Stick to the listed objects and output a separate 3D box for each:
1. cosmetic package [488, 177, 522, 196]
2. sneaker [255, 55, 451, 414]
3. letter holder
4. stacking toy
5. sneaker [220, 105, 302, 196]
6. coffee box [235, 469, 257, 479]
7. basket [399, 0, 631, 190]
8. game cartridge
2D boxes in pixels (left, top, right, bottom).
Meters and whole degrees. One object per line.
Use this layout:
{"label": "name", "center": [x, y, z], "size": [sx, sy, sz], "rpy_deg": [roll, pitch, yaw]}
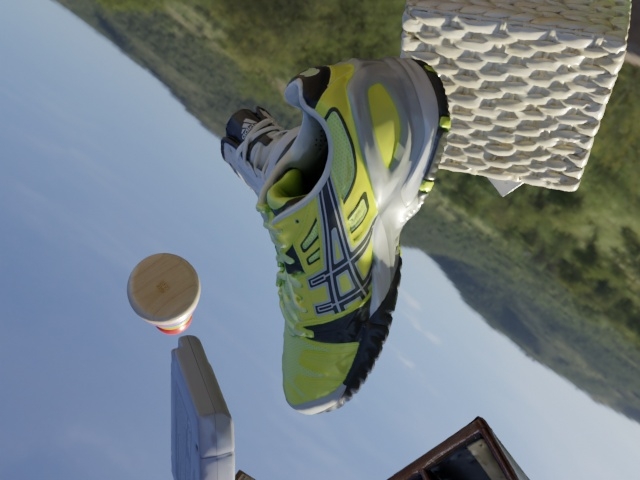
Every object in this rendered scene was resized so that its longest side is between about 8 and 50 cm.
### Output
{"label": "cosmetic package", "center": [0.412, -0.267, 1.701], "size": [0.217, 0.156, 0.385], "rpy_deg": [53, -142, 1]}
{"label": "sneaker", "center": [0.000, 0.000, 0.842], "size": [0.147, 0.385, 0.145], "rpy_deg": [3, -157, -24]}
{"label": "letter holder", "center": [0.198, 0.360, 0.809], "size": [0.302, 0.152, 0.214], "rpy_deg": [52, -174, -32]}
{"label": "stacking toy", "center": [-0.319, 0.135, 1.763], "size": [0.141, 0.141, 0.330], "rpy_deg": [39, 162, 5]}
{"label": "sneaker", "center": [-0.078, -0.114, 1.306], "size": [0.257, 0.169, 0.447], "rpy_deg": [44, 172, 12]}
{"label": "coffee box", "center": [-0.075, 0.575, 1.523], "size": [0.297, 0.168, 0.119], "rpy_deg": [29, -157, 8]}
{"label": "basket", "center": [0.292, -0.284, 1.308], "size": [0.331, 0.267, 0.328], "rpy_deg": [11, 141, 9]}
{"label": "game cartridge", "center": [-0.175, 0.313, 1.236], "size": [0.062, 0.297, 0.198], "rpy_deg": [-10, -144, -24]}
